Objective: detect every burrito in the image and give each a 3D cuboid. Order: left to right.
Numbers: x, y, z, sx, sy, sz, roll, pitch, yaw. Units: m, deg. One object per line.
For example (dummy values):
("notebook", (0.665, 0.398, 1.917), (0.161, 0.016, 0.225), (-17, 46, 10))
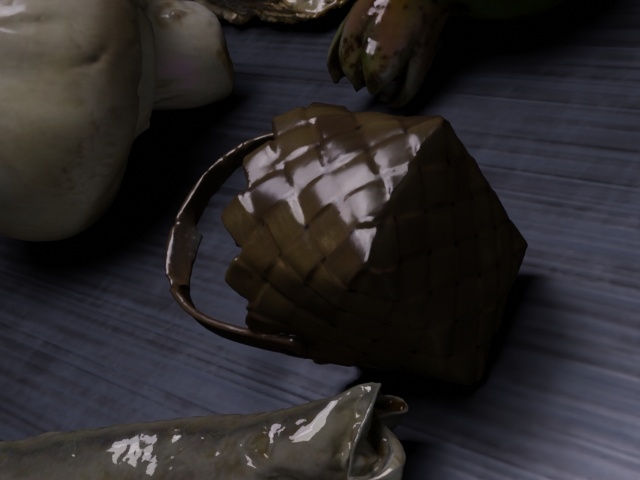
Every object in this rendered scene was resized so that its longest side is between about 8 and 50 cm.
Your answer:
("burrito", (-0.076, 0.118, 0.632), (0.275, 0.059, 0.082), (-14, 45, 26))

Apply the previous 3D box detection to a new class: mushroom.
("mushroom", (-0.181, -0.125, 0.920), (0.254, 0.234, 0.260), (151, 119, -65))

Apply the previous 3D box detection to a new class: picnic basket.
("picnic basket", (0.000, 0.000, 0.641), (0.178, 0.138, 0.128), (3, 58, 35))

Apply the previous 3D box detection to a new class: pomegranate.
("pomegranate", (0.084, -0.203, 0.815), (0.202, 0.202, 0.248), (29, 98, 53))

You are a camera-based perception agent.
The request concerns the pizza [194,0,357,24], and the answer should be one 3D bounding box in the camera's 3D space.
("pizza", (0.017, -0.248, 1.004), (0.297, 0.071, 0.189), (7, 50, 44))
